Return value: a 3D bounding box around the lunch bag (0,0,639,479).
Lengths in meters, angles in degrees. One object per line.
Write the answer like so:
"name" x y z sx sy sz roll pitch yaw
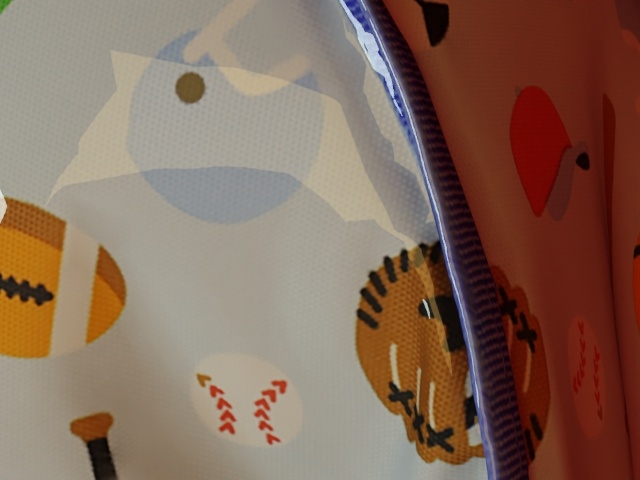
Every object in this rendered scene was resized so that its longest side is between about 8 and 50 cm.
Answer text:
"lunch bag" 0.000 0.000 0.545 0.239 0.328 0.385 -33 79 24
